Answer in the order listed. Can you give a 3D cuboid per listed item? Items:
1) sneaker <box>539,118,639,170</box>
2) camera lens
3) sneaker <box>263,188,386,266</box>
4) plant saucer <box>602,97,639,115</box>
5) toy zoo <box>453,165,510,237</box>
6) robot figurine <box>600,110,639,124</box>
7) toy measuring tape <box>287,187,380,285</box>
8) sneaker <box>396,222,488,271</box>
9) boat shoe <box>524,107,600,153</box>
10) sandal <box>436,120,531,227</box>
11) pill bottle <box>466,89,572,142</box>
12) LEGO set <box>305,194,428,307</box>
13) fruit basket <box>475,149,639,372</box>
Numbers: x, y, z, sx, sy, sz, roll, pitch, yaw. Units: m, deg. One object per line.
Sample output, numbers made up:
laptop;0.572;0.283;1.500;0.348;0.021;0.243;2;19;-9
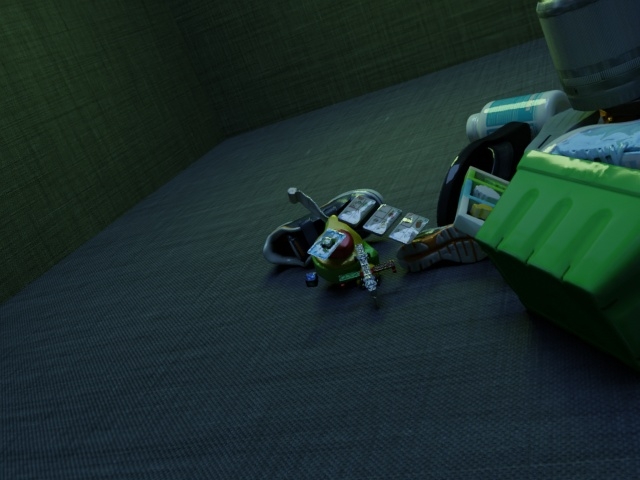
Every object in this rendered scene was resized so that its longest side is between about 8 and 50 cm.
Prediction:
sneaker;0.605;-0.171;1.390;0.366;0.135;0.150;-19;14;9
camera lens;0.613;-0.449;1.513;0.219;0.274;0.219;-23;17;8
sneaker;0.005;-0.016;1.647;0.321;0.126;0.127;-24;11;29
plant saucer;0.770;-0.353;1.559;0.310;0.050;0.310;-22;17;7
toy zoo;0.350;-0.041;1.295;0.192;0.030;0.293;23;30;4
robot figurine;0.811;-0.314;1.617;0.291;0.085;0.211;-16;20;25
toy measuring tape;0.000;0.000;1.507;0.121;0.121;0.330;-31;51;-25
sneaker;0.257;0.001;1.389;0.215;0.084;0.083;-11;16;31
boat shoe;0.571;-0.227;1.634;0.109;0.094;0.302;6;35;47
sandal;0.397;-0.156;1.558;0.107;0.168;0.446;16;39;34
pill bottle;0.522;-0.308;1.837;0.264;0.146;0.146;1;29;47
LEGO set;0.081;0.025;1.390;0.182;0.060;0.244;22;56;33
fruit basket;0.466;-0.021;0.981;0.392;0.283;0.392;-34;22;16
